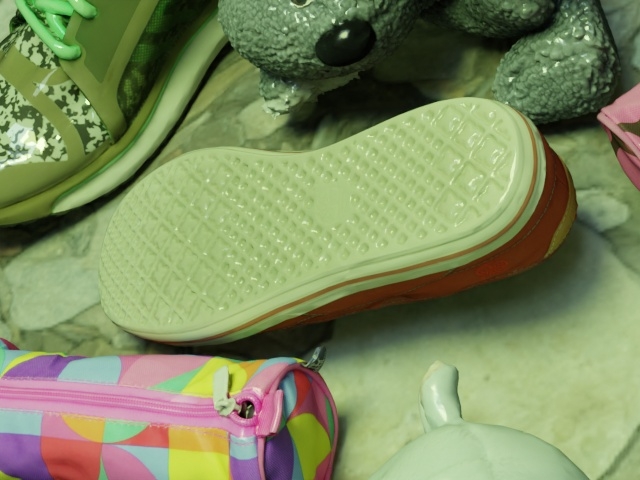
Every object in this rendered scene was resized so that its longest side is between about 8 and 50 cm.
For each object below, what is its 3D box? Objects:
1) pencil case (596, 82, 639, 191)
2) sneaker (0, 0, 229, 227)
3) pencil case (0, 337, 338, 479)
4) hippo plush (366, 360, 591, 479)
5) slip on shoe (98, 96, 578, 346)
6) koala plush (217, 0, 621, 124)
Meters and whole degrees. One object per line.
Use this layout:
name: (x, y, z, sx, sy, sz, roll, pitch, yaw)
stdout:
pencil case: (0.258, -0.084, 0.952, 0.209, 0.095, 0.098, -33, 68, 8)
sneaker: (-0.134, -0.186, 1.154, 0.410, 0.182, 0.158, -45, 52, -4)
pencil case: (-0.103, 0.106, 1.010, 0.236, 0.104, 0.104, -1, 61, 28)
hippo plush: (0.088, 0.198, 0.755, 0.294, 0.236, 0.234, -28, 46, 10)
slip on shoe: (0.000, 0.000, 1.030, 0.331, 0.101, 0.123, -14, 65, 35)
koala plush: (0.037, -0.163, 1.062, 0.221, 0.196, 0.203, -22, 42, 14)
